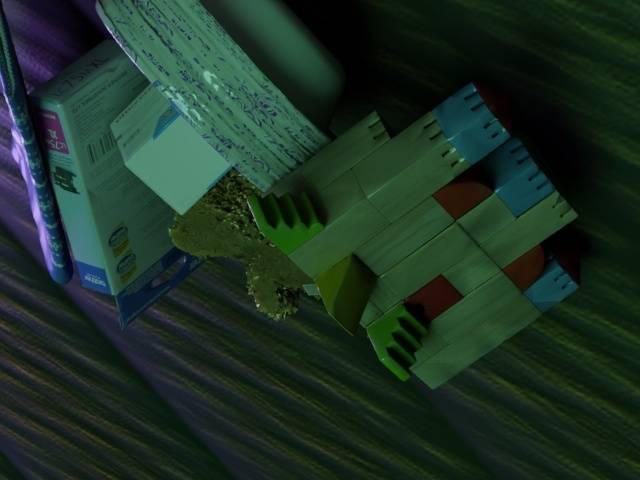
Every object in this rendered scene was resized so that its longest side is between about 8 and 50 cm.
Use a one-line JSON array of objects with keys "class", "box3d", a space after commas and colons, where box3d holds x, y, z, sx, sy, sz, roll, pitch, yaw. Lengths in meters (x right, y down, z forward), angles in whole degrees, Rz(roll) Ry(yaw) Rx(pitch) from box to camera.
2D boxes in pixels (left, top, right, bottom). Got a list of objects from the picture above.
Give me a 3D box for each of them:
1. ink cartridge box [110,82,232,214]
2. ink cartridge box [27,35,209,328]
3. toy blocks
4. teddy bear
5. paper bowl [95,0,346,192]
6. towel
[{"class": "ink cartridge box", "box3d": [-0.160, -0.111, 1.938, 0.092, 0.143, 0.090, -43, 117, 7]}, {"class": "ink cartridge box", "box3d": [-0.222, -0.074, 2.059, 0.065, 0.186, 0.311, 12, 130, 35]}, {"class": "toy blocks", "box3d": [0.133, -0.017, 1.805, 0.261, 0.191, 0.381, -36, 134, 11]}, {"class": "teddy bear", "box3d": [0.000, 0.000, 2.032, 0.338, 0.113, 0.245, 14, 138, 18]}, {"class": "paper bowl", "box3d": [-0.085, -0.189, 1.835, 0.148, 0.284, 0.284, -43, 94, 4]}, {"class": "towel", "box3d": [-0.349, -0.131, 2.065, 0.336, 0.040, 0.243, 84, 168, -51]}]
